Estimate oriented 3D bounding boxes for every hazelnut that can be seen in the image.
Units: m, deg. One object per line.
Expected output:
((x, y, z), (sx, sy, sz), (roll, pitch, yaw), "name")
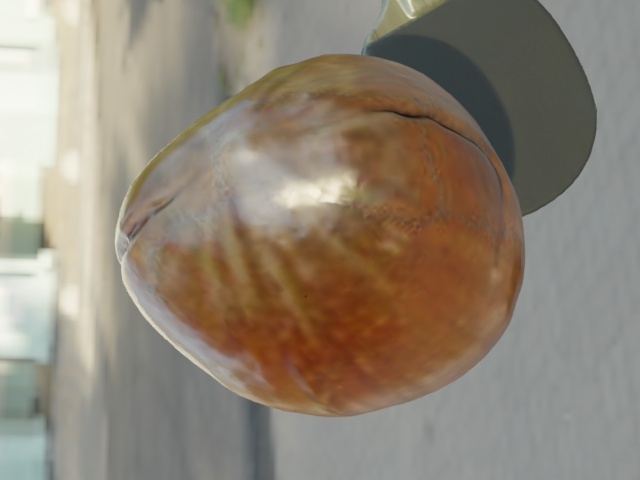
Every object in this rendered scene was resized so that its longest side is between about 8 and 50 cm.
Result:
((0.000, 0.000, 0.693), (0.150, 0.150, 0.150), (-178, 90, -79), "hazelnut")

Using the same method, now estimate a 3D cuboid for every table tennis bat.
((0.078, -0.127, 1.150), (0.246, 0.138, 0.022), (59, 170, 4), "table tennis bat")
